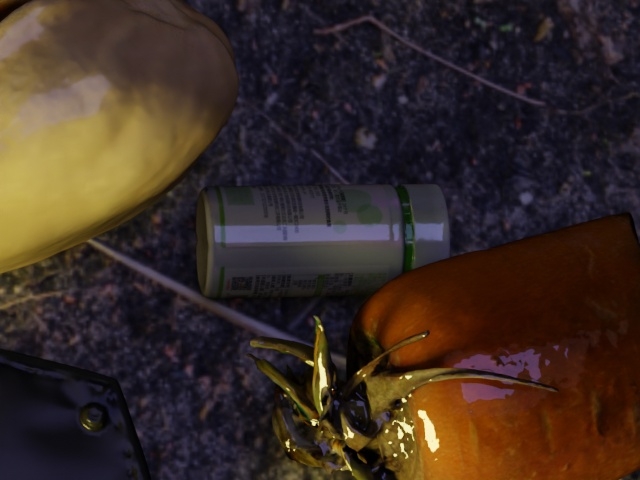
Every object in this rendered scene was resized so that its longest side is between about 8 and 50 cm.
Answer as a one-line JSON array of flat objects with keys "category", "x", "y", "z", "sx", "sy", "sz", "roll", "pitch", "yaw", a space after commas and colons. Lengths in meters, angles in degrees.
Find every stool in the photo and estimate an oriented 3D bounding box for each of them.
[{"category": "stool", "x": -0.225, "y": 0.188, "z": 1.359, "sx": 0.232, "sy": 0.141, "sz": 0.232, "roll": 3, "pitch": 72, "yaw": -9}]

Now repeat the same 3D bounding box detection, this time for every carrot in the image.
[{"category": "carrot", "x": 0.124, "y": 0.106, "z": 1.420, "sx": 0.331, "sy": 0.214, "sz": 0.193, "roll": -13, "pitch": 109, "yaw": -11}]

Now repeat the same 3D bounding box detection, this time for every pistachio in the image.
[{"category": "pistachio", "x": -0.209, "y": -0.079, "z": 1.434, "sx": 0.318, "sy": 0.214, "sz": 0.193, "roll": -33, "pitch": 37, "yaw": -9}]

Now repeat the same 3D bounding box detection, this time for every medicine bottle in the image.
[{"category": "medicine bottle", "x": 0.000, "y": 0.000, "z": 1.493, "sx": 0.183, "sy": 0.086, "sz": 0.086, "roll": -1, "pitch": 72, "yaw": -11}]
